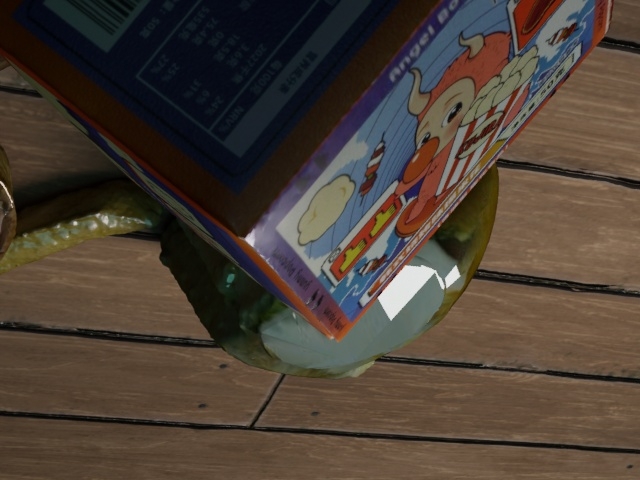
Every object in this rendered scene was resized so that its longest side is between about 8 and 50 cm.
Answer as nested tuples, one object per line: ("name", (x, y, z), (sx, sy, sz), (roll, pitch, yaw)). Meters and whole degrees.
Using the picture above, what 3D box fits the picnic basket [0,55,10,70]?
("picnic basket", (-0.330, -0.241, 0.840), (0.337, 0.293, 0.337), (-27, 146, -20))

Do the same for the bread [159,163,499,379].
("bread", (-0.002, 0.009, 1.277), (0.239, 0.264, 0.395), (7, 136, -28))

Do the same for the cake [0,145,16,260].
("cake", (-0.394, -0.012, 1.217), (0.185, 0.178, 0.207), (20, 135, -34))

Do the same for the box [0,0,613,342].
("box", (0.007, -0.153, 0.903), (0.349, 0.257, 0.318), (-50, 161, -6))

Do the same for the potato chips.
("potato chips", (-0.361, 0.020, 1.353), (0.407, 0.057, 0.080), (-21, 142, 12))
